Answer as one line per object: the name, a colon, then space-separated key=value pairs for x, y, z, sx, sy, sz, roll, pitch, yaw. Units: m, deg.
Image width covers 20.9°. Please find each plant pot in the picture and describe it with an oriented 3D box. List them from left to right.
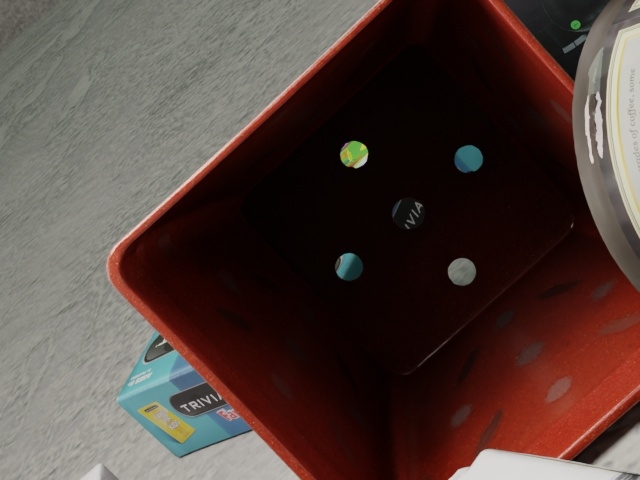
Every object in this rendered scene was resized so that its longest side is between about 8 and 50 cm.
plant pot: x=0.062 y=0.002 z=1.081 sx=0.267 sy=0.267 sz=0.236 roll=-42 pitch=7 yaw=7

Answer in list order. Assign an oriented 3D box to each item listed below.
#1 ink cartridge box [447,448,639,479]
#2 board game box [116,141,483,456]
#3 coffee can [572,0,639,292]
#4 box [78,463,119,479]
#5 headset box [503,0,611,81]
ink cartridge box: x=0.124 y=0.213 z=0.715 sx=0.211 sy=0.121 sz=0.289 roll=-52 pitch=21 yaw=-18
board game box: x=0.000 y=0.000 z=1.417 sx=0.254 sy=0.079 sz=0.336 roll=-25 pitch=28 yaw=43
coffee can: x=0.288 y=-0.069 z=0.829 sx=0.275 sy=0.201 sz=0.201 roll=-15 pitch=35 yaw=53
box: x=-0.134 y=0.252 z=1.116 sx=0.091 sy=0.130 sz=0.170 roll=-40 pitch=20 yaw=14
headset box: x=0.221 y=-0.210 z=1.164 sx=0.283 sy=0.246 sz=0.131 roll=-36 pitch=23 yaw=24
